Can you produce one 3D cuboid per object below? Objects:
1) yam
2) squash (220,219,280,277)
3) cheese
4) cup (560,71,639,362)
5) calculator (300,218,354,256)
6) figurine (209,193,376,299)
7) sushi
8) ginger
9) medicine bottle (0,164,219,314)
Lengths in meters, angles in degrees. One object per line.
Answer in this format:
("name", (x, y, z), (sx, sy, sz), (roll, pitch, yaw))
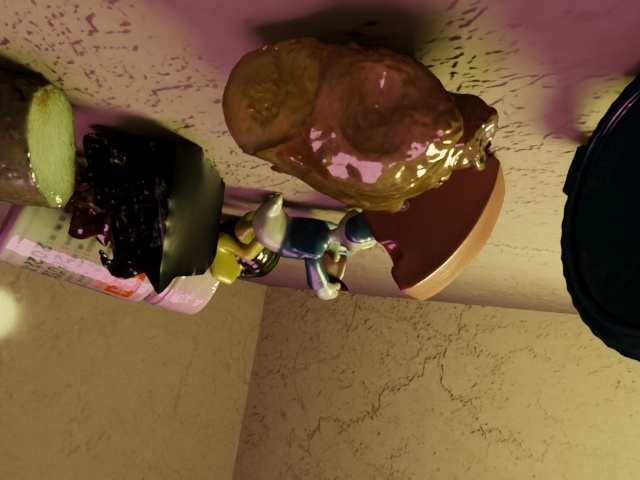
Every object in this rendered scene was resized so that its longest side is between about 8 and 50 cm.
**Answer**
("yam", (-0.429, -0.130, 0.509), (0.268, 0.161, 0.161), (11, 169, -6))
("squash", (-0.200, 0.025, 1.157), (0.193, 0.155, 0.193), (-10, 155, -5))
("cheese", (0.132, -0.013, 0.594), (0.203, 0.176, 0.128), (4, 168, 24))
("cup", (0.364, -0.024, 0.321), (0.293, 0.307, 0.242), (10, 137, -2))
("calculator", (0.000, 0.000, 1.145), (0.189, 0.042, 0.302), (6, 169, 9))
("figurine", (-0.006, 0.022, 0.895), (0.339, 0.204, 0.283), (-15, 130, 35))
("sushi", (-0.283, -0.060, 0.712), (0.213, 0.215, 0.227), (13, -170, 3))
("ginger", (0.056, -0.090, 0.422), (0.219, 0.123, 0.270), (7, 179, 31))
("medicine bottle", (-0.405, 0.005, 0.900), (0.388, 0.219, 0.219), (29, 160, -35))
